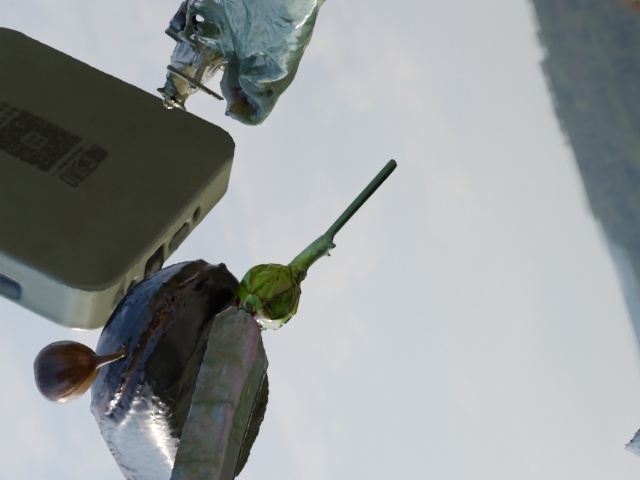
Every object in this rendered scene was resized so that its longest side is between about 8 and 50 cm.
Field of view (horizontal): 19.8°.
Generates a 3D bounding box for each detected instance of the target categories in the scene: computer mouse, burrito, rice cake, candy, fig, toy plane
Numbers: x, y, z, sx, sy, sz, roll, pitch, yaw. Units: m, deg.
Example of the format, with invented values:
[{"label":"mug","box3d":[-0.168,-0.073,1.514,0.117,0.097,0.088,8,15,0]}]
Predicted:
[{"label":"computer mouse","box3d":[-0.133,0.128,1.695,0.183,0.116,0.323,-52,-23,-24]},{"label":"burrito","box3d":[-0.047,-0.205,1.517,0.144,0.089,0.229,60,151,21]},{"label":"rice cake","box3d":[-0.061,0.133,0.946,0.043,0.034,0.211,83,-163,-61]},{"label":"candy","box3d":[0.000,0.000,1.593,0.058,0.194,0.062,48,171,-34]},{"label":"fig","box3d":[-0.188,0.098,1.446,0.050,0.083,0.050,52,-153,-40]},{"label":"toy plane","box3d":[-0.125,-0.181,1.863,0.092,0.108,0.286,34,179,-10]}]

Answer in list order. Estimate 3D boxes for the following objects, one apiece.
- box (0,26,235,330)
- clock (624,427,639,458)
[{"label":"box","box3d":[-0.324,-0.077,2.105,0.367,0.373,0.090,-52,-15,-49]},{"label":"clock","box3d":[0.353,0.108,1.625,0.049,0.226,0.226,37,-173,11]}]
